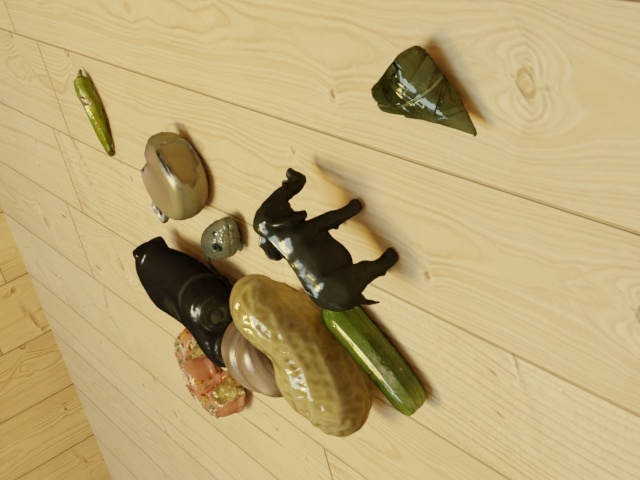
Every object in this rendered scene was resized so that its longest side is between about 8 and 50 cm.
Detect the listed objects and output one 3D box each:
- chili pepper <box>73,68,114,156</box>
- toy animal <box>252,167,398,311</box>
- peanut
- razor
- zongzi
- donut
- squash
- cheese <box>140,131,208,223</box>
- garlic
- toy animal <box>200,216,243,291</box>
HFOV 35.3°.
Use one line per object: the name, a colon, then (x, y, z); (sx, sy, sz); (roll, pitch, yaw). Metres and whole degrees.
chili pepper: (-0.490, -0.270, 2.192); (0.049, 0.043, 0.208); (8, 123, 44)
toy animal: (0.000, -0.004, 1.457); (0.245, 0.146, 0.115); (47, 151, 28)
peanut: (-0.030, 0.186, 1.671); (0.153, 0.140, 0.325); (-33, 100, 38)
razor: (-0.260, 0.120, 2.064); (0.349, 0.113, 0.204); (32, 152, 52)
zongzi: (0.119, -0.152, 1.216); (0.130, 0.062, 0.154); (48, 159, 0)
donut: (-0.259, 0.300, 2.286); (0.233, 0.085, 0.199); (60, 155, 6)
squash: (0.083, 0.177, 1.582); (0.229, 0.066, 0.066); (50, 152, 20)
cheese: (-0.298, -0.102, 1.967); (0.163, 0.082, 0.286); (60, 155, 5)
garlic: (-0.105, 0.194, 1.825); (0.214, 0.160, 0.191); (2, 112, 57)
toy animal: (-0.196, 0.024, 1.929); (0.253, 0.070, 0.079); (112, 142, -61)
